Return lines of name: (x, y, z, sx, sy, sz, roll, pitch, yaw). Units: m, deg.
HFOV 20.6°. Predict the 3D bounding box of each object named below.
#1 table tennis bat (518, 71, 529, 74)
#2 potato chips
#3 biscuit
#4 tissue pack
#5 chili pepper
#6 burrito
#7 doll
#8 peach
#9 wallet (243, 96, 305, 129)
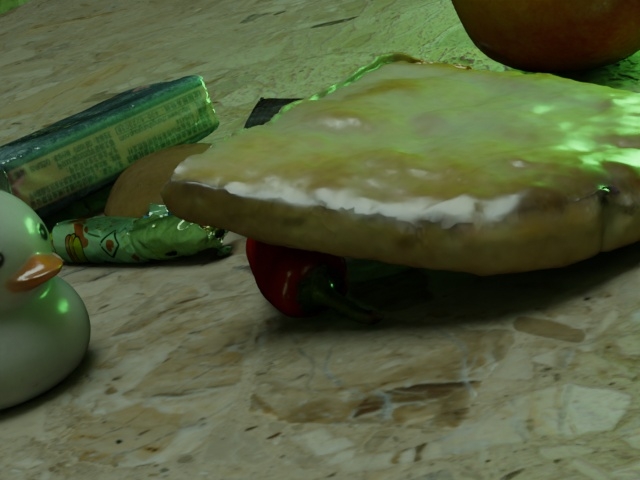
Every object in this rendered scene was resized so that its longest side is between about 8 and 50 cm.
table tennis bat: (0.158, -0.173, 2.175, 0.237, 0.038, 0.149, 1, 27, 36)
potato chips: (-0.184, -0.082, 2.204, 0.195, 0.062, 0.208, -28, 22, -21)
biscuit: (0.145, -0.074, 1.697, 0.446, 0.104, 0.429, 10, 25, 25)
tissue pack: (-0.317, -0.117, 2.342, 0.315, 0.103, 0.228, -28, 11, -28)
chili pepper: (-0.006, -0.001, 1.757, 0.137, 0.092, 0.368, -4, 22, 3)
burrito: (-0.198, -0.011, 2.028, 0.288, 0.054, 0.104, -2, 22, 45)
doll: (-0.343, 0.053, 1.729, 0.251, 0.221, 0.221, -4, 23, 38)
peach: (0.298, -0.331, 2.124, 0.289, 0.289, 0.308, -22, 41, -10)
wallet: (0.077, -0.127, 1.963, 0.317, 0.044, 0.169, 3, 19, 6)
